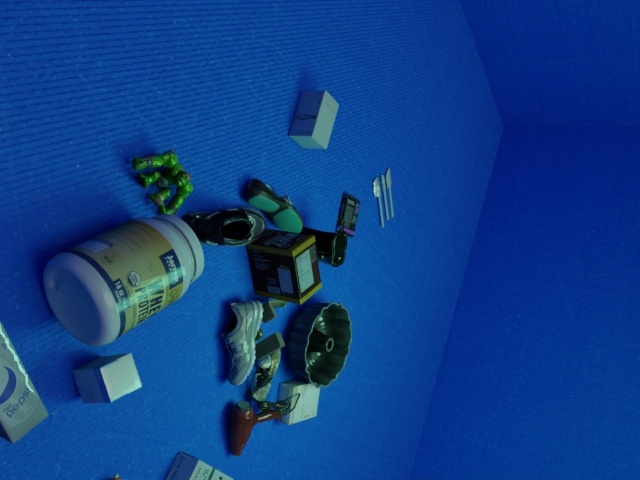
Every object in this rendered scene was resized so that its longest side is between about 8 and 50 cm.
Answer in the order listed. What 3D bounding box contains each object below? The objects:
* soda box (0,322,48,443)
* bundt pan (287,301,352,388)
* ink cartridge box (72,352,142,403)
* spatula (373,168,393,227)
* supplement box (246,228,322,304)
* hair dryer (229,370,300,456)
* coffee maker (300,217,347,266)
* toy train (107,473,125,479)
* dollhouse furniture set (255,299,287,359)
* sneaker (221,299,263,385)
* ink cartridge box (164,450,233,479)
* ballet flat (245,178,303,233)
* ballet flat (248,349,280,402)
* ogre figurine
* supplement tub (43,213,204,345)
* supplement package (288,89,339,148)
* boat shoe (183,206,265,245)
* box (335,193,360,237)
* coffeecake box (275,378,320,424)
[{"bbox_3d":[-0.675,0.274,1.207,0.091,0.098,0.286,-41,130,-45],"label":"soda box"},{"bbox_3d":[-0.014,0.386,2.228,0.331,0.124,0.330,-15,108,-55],"label":"bundt pan"},{"bbox_3d":[-0.525,0.336,1.425,0.092,0.143,0.089,-23,98,-53],"label":"ink cartridge box"},{"bbox_3d":[0.292,-0.191,2.680,0.168,0.019,0.241,-45,133,-51],"label":"spatula"},{"bbox_3d":[-0.119,0.083,1.937,0.129,0.192,0.194,-36,126,-49],"label":"supplement box"},{"bbox_3d":[-0.202,0.598,1.959,0.293,0.080,0.223,-47,124,-8],"label":"hair dryer"},{"bbox_3d":[0.000,0.000,2.116,0.120,0.178,0.171,30,73,-58],"label":"coffee maker"},{"bbox_3d":[-0.578,0.669,1.492,0.166,0.046,0.125,-1,96,-60],"label":"toy train"},{"bbox_3d":[-0.157,0.297,1.970,0.123,0.144,0.151,1,59,-58],"label":"dollhouse furniture set"},{"bbox_3d":[-0.270,0.322,1.874,0.115,0.105,0.280,10,90,-28],"label":"sneaker"},{"bbox_3d":[-0.377,0.753,1.777,0.208,0.087,0.153,55,51,-46],"label":"ink cartridge box"},{"bbox_3d":[-0.145,-0.121,1.947,0.280,0.095,0.096,41,33,-50],"label":"ballet flat"},{"bbox_3d":[-0.194,0.454,2.016,0.067,0.073,0.206,33,66,-46],"label":"ballet flat"},{"bbox_3d":[-0.407,-0.158,1.542,0.118,0.097,0.197,-42,116,-22],"label":"ogre figurine"},{"bbox_3d":[-0.454,0.080,1.387,0.316,0.229,0.228,-36,126,-48],"label":"supplement tub"},{"bbox_3d":[-0.022,-0.423,2.061,0.105,0.105,0.179,33,68,-55],"label":"supplement package"},{"bbox_3d":[-0.240,-0.032,1.757,0.341,0.158,0.127,-10,105,-56],"label":"boat shoe"},{"bbox_3d":[0.115,-0.101,2.411,0.116,0.029,0.161,21,80,-57],"label":"box"},{"bbox_3d":[-0.083,0.603,2.217,0.186,0.068,0.142,8,90,-57],"label":"coffeecake box"}]
